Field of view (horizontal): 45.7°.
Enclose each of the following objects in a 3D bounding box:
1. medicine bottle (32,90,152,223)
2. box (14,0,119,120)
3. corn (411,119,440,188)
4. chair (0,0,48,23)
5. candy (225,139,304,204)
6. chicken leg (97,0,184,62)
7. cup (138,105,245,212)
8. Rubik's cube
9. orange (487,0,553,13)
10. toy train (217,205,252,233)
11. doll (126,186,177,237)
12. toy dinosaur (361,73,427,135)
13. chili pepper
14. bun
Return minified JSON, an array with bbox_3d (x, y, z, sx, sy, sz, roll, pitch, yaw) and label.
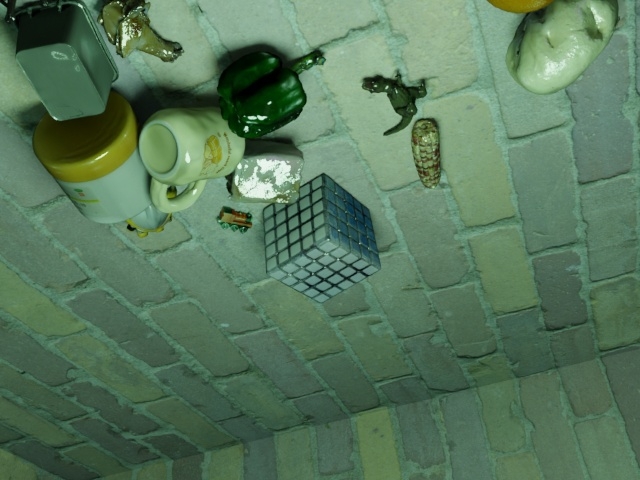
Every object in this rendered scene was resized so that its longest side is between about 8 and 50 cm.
[{"bbox_3d":[-0.516,-0.194,1.786,0.238,0.237,0.231,-11,143,5],"label":"medicine bottle"},{"bbox_3d":[-0.545,-0.377,1.626,0.163,0.135,0.243,-9,143,4],"label":"box"},{"bbox_3d":[0.284,-0.224,2.012,0.080,0.079,0.237,-12,146,7],"label":"corn"},{"bbox_3d":[-0.572,-0.538,1.407,0.113,0.106,0.229,36,138,2],"label":"chair"},{"bbox_3d":[-0.145,-0.176,1.913,0.195,0.185,0.137,2,110,-12],"label":"candy"},{"bbox_3d":[-0.388,-0.436,1.624,0.125,0.080,0.196,-28,141,6],"label":"chicken leg"},{"bbox_3d":[-0.322,-0.197,1.761,0.255,0.173,0.202,-40,167,35],"label":"cup"},{"bbox_3d":[0.000,0.000,2.123,0.238,0.236,0.237,-31,136,27],"label":"Rubik's cube"},{"bbox_3d":[0.407,-0.551,1.500,0.206,0.206,0.206,-4,143,-3],"label":"orange"},{"bbox_3d":[-0.241,-0.060,2.171,0.103,0.044,0.064,12,129,-22],"label":"toy train"},{"bbox_3d":[-0.458,-0.070,2.002,0.146,0.103,0.316,5,167,-11],"label":"doll"},{"bbox_3d":[0.171,-0.349,1.874,0.187,0.087,0.179,38,163,-25],"label":"toy dinosaur"},{"bbox_3d":[-0.103,-0.340,1.720,0.261,0.174,0.165,-33,149,-28],"label":"chili pepper"},{"bbox_3d":[0.506,-0.443,1.630,0.168,0.272,0.273,34,132,-10],"label":"bun"}]
